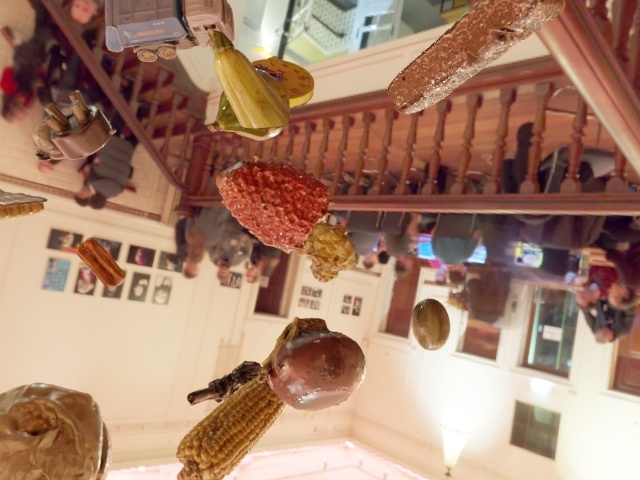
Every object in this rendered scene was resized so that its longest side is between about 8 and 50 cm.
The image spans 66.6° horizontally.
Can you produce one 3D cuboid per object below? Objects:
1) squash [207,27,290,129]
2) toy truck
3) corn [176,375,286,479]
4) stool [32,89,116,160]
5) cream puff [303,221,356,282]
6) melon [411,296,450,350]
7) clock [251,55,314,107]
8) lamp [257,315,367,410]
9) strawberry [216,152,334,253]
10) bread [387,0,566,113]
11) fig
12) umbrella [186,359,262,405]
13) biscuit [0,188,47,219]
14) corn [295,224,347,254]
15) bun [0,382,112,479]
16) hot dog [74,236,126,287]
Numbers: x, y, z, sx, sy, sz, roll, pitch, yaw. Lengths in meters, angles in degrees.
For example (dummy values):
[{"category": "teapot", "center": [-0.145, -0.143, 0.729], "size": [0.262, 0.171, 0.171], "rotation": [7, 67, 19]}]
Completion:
[{"category": "squash", "center": [-0.206, -0.391, 1.233], "size": [0.137, 0.137, 0.288], "rotation": [5, 142, 46]}, {"category": "toy truck", "center": [-0.440, -0.628, 1.395], "size": [0.366, 0.147, 0.175], "rotation": [-8, 171, 2]}, {"category": "corn", "center": [-0.189, 0.421, 1.118], "size": [0.130, 0.131, 0.347], "rotation": [7, -152, 35]}, {"category": "stool", "center": [-0.571, -0.249, 1.100], "size": [0.216, 0.125, 0.121], "rotation": [-9, 138, 18]}, {"category": "cream puff", "center": [0.013, 0.034, 1.215], "size": [0.146, 0.116, 0.146], "rotation": [36, 163, 13]}, {"category": "melon", "center": [0.323, 0.241, 1.433], "size": [0.114, 0.168, 0.114], "rotation": [1, 145, 1]}, {"category": "clock", "center": [-0.161, -0.604, 1.817], "size": [0.293, 0.277, 0.071], "rotation": [36, 142, 17]}, {"category": "lamp", "center": [-0.008, 0.192, 0.774], "size": [0.156, 0.135, 0.157], "rotation": [-21, 144, 14]}, {"category": "strawberry", "center": [-0.138, -0.135, 1.503], "size": [0.343, 0.292, 0.292], "rotation": [35, 164, -25]}, {"category": "bread", "center": [0.340, -0.438, 1.116], "size": [0.165, 0.113, 0.416], "rotation": [-27, 178, -40]}, {"category": "fig", "center": [-0.221, -0.399, 1.565], "size": [0.232, 0.315, 0.233], "rotation": [11, 148, 7]}, {"category": "umbrella", "center": [-0.291, 0.455, 1.525], "size": [0.117, 0.118, 0.340], "rotation": [8, -178, 28]}, {"category": "biscuit", "center": [-0.528, -0.054, 0.667], "size": [0.254, 0.029, 0.172], "rotation": [11, -166, 23]}, {"category": "corn", "center": [0.000, 0.000, 1.710], "size": [0.207, 0.068, 0.068], "rotation": [-21, 166, 12]}, {"category": "bun", "center": [-0.662, 0.499, 1.168], "size": [0.364, 0.365, 0.219], "rotation": [16, 129, -43]}, {"category": "hot dog", "center": [-0.611, 0.066, 1.363], "size": [0.165, 0.071, 0.045], "rotation": [59, -178, -26]}]
